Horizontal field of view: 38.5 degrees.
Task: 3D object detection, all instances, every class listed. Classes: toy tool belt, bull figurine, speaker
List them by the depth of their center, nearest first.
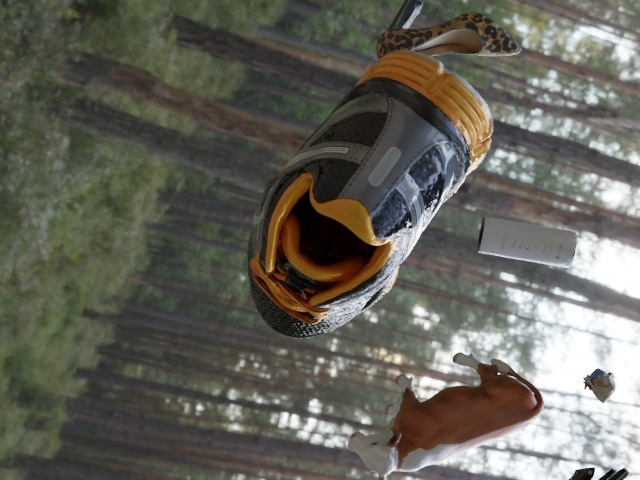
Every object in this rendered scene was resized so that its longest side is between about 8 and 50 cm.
[{"bbox_3d":[0.298,0.002,1.331,0.055,0.136,0.055,9,90,-86],"label":"speaker"},{"bbox_3d":[0.189,0.277,1.442,0.188,0.311,0.101,-111,-173,-63],"label":"bull figurine"},{"bbox_3d":[0.460,0.232,1.519,0.052,0.051,0.083,-55,173,14],"label":"toy tool belt"}]

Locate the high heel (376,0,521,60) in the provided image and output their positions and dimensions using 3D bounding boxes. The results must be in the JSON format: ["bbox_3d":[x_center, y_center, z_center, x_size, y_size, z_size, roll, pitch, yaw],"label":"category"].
[{"bbox_3d":[0.246,-0.367,1.790,0.093,0.261,0.186,93,22,-57],"label":"high heel"}]

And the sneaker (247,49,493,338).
[{"bbox_3d":[0.000,0.000,0.435,0.083,0.084,0.215,-53,176,-33],"label":"sneaker"}]

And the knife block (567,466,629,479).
[{"bbox_3d":[0.339,0.436,1.228,0.088,0.242,0.275,76,23,-73],"label":"knife block"}]
